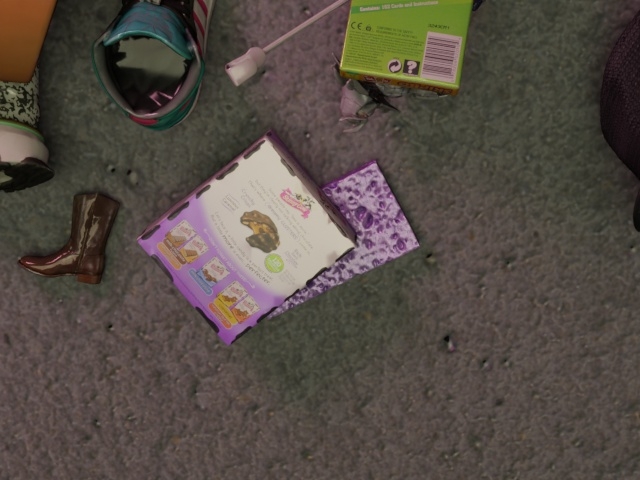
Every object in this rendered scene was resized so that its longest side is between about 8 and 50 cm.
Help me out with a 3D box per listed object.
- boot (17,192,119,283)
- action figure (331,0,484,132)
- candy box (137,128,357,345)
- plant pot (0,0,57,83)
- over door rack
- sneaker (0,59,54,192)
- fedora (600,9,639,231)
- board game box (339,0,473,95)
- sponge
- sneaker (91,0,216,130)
[{"bbox_3d":[-0.302,-0.011,1.649,0.106,0.037,0.114,9,109,-14],"label":"boot"},{"bbox_3d":[0.117,-0.228,1.513,0.099,0.185,0.285,43,98,12],"label":"action figure"},{"bbox_3d":[-0.082,-0.004,1.595,0.196,0.070,0.165,-37,99,11],"label":"candy box"},{"bbox_3d":[-0.374,-0.294,1.457,0.203,0.291,0.291,17,105,-13],"label":"plant pot"},{"bbox_3d":[-0.036,-0.350,1.484,0.324,0.108,0.239,-35,103,-16],"label":"over door rack"},{"bbox_3d":[-0.499,-0.162,1.590,0.410,0.158,0.182,6,74,2],"label":"sneaker"},{"bbox_3d":[0.409,-0.173,1.502,0.152,0.334,0.334,42,105,27],"label":"fedora"},{"bbox_3d":[0.102,-0.285,1.422,0.124,0.039,0.259,10,81,3],"label":"board game box"},{"bbox_3d":[0.000,0.000,1.644,0.210,0.031,0.117,-26,102,9],"label":"sponge"},{"bbox_3d":[-0.179,-0.257,1.504,0.123,0.178,0.296,4,105,1],"label":"sneaker"}]
